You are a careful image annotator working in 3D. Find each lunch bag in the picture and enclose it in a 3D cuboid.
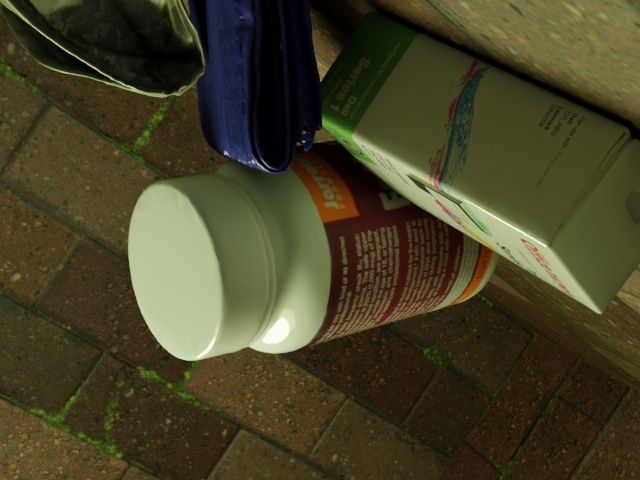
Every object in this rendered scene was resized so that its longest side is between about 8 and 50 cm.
[{"bbox_3d":[-0.245,-0.269,0.974,0.287,0.169,0.235,51,177,-40],"label":"lunch bag"}]

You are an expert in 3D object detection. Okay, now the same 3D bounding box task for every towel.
[{"bbox_3d":[-0.064,-0.185,0.945,0.076,0.227,0.308,-6,-171,-13],"label":"towel"}]

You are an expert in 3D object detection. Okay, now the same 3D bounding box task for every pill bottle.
[{"bbox_3d":[0.000,0.000,1.148,0.392,0.224,0.224,-12,-149,-38],"label":"pill bottle"}]

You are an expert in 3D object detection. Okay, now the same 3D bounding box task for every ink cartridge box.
[{"bbox_3d":[0.153,-0.069,0.924,0.278,0.117,0.201,34,178,33],"label":"ink cartridge box"}]
